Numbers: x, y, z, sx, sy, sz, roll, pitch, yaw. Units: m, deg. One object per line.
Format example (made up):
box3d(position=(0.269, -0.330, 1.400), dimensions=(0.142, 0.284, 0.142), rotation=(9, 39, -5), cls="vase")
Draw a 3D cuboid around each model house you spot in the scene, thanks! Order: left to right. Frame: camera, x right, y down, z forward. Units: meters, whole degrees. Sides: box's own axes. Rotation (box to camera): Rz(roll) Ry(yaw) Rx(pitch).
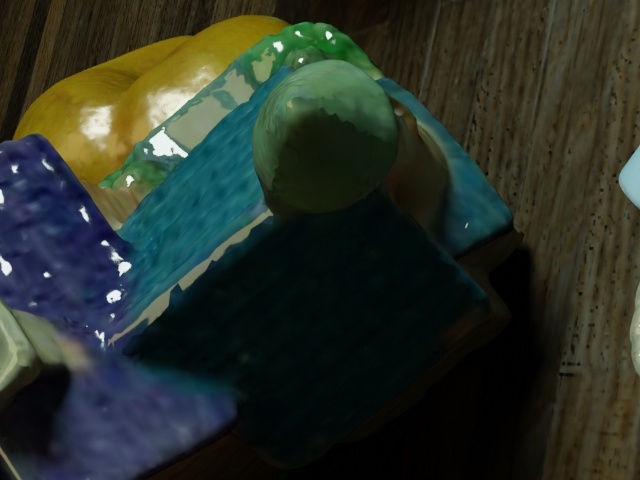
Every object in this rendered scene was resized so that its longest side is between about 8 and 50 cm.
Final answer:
box3d(position=(-0.079, 0.018, 0.712), dimensions=(0.312, 0.280, 0.245), rotation=(-40, 71, 12), cls="model house")

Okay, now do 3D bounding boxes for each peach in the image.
box3d(position=(-0.104, -0.078, 1.002), dimensions=(0.251, 0.153, 0.251), rotation=(-19, 28, 11), cls="peach")

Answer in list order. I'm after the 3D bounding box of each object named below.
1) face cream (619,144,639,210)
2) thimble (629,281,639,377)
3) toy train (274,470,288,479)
box3d(position=(0.225, -0.097, 0.594), dimensions=(0.229, 0.075, 0.075), rotation=(-58, 32, 23), cls="face cream")
box3d(position=(0.196, 0.033, 0.558), dimensions=(0.115, 0.090, 0.102), rotation=(-25, 50, 54), cls="thimble")
box3d(position=(-0.130, 0.149, 0.994), dimensions=(0.189, 0.126, 0.307), rotation=(-63, 32, 16), cls="toy train")
